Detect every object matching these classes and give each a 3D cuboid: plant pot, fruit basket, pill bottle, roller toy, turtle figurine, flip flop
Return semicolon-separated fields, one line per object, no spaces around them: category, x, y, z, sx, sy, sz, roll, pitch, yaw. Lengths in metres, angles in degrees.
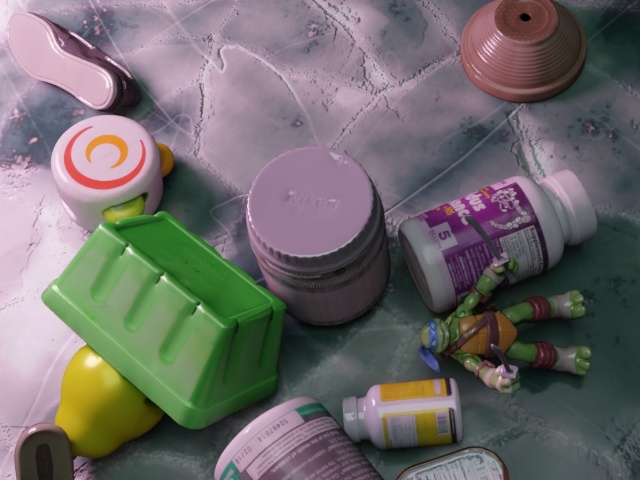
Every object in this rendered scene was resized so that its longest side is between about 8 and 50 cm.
plant pot;0.381;-0.384;1.932;0.237;0.110;0.237;-3;63;5
fruit basket;-0.281;0.188;1.689;0.392;0.283;0.392;6;102;32
pill bottle;0.130;0.276;1.634;0.184;0.103;0.103;-6;63;5
roller toy;-0.382;-0.118;1.876;0.191;0.146;0.209;17;61;6
turtle figurine;0.307;0.130;1.589;0.266;0.275;0.198;3;41;-24
pill bottle;0.023;0.423;1.517;0.204;0.204;0.361;-37;64;-11
flip flop;-0.405;0.418;1.581;0.112;0.080;0.277;-8;97;-25
pill bottle;0.295;-0.008;1.718;0.301;0.169;0.169;-22;63;-4

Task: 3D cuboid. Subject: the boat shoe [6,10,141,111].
boat shoe;-0.492;-0.349;2.050;0.335;0.095;0.112;36;108;26

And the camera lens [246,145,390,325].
camera lens;0.000;0.000;1.693;0.219;0.274;0.219;-3;63;6

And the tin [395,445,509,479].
tin;0.201;0.386;1.609;0.189;0.040;0.106;-19;58;-2
